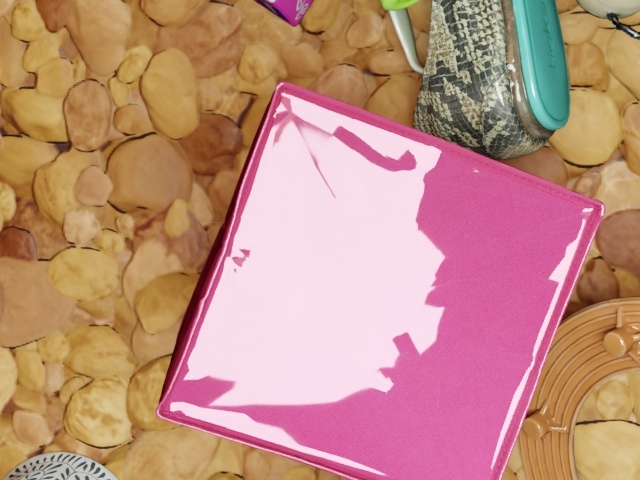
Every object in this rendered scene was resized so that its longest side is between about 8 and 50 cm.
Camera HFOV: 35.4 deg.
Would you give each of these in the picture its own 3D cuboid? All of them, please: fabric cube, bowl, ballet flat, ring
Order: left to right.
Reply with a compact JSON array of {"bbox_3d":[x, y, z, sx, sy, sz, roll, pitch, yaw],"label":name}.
[{"bbox_3d":[-0.270,0.299,0.984,0.170,0.080,0.170,0,88,10],"label":"bowl"},{"bbox_3d":[0.033,0.040,0.817,0.254,0.258,0.259,21,93,-7],"label":"fabric cube"},{"bbox_3d":[0.127,-0.313,0.901,0.182,0.164,0.483,1,91,34],"label":"ballet flat"},{"bbox_3d":[0.283,0.207,0.795,0.336,0.032,0.337,27,127,43],"label":"ring"}]

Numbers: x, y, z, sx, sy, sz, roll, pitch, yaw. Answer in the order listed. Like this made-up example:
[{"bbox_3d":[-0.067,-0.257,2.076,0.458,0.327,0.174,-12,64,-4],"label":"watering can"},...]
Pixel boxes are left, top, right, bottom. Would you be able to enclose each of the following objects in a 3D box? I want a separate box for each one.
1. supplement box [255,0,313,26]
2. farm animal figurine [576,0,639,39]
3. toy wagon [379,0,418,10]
[{"bbox_3d":[-0.090,-0.315,0.948,0.220,0.111,0.114,34,95,9],"label":"supplement box"},{"bbox_3d":[0.295,-0.333,0.830,0.330,0.172,0.327,-24,94,-28],"label":"farm animal figurine"},{"bbox_3d":[0.030,-0.321,0.815,0.344,0.068,0.267,-32,81,24],"label":"toy wagon"}]
